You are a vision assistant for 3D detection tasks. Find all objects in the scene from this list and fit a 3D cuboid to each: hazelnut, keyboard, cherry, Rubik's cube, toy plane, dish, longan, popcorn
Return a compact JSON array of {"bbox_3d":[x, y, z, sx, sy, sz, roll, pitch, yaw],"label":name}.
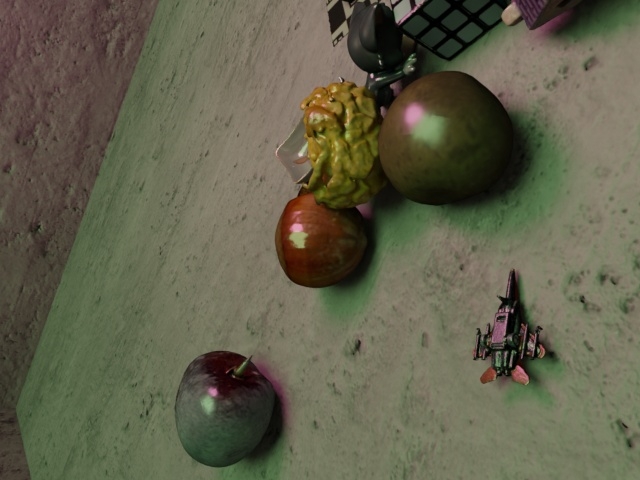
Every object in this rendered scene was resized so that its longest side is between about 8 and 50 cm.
[{"bbox_3d":[0.000,0.000,1.277,0.214,0.176,0.215,-3,82,25],"label":"hazelnut"},{"bbox_3d":[0.156,-0.432,1.361,0.165,0.017,0.055,11,81,52],"label":"keyboard"},{"bbox_3d":[-0.224,0.386,1.384,0.255,0.218,0.296,43,122,50],"label":"cherry"},{"bbox_3d":[0.240,-0.480,1.154,0.163,0.160,0.162,-33,54,40],"label":"Rubik's cube"},{"bbox_3d":[0.296,0.133,0.948,0.130,0.061,0.189,-14,67,49],"label":"toy plane"},{"bbox_3d":[-0.007,-0.246,1.447,0.212,0.077,0.151,-55,43,22],"label":"dish"},{"bbox_3d":[0.212,-0.172,1.049,0.246,0.214,0.246,179,90,-80],"label":"longan"},{"bbox_3d":[0.049,-0.193,1.194,0.189,0.250,0.250,0,75,17],"label":"popcorn"}]

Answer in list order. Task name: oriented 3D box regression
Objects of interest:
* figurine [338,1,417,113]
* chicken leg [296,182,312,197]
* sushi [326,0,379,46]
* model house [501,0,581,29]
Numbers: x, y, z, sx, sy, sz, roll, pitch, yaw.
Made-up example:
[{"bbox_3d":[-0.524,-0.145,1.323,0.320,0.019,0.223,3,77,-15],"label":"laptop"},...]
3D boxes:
[{"bbox_3d":[0.109,-0.370,1.260,0.193,0.140,0.265,-95,21,-58],"label":"figurine"},{"bbox_3d":[-0.041,-0.045,1.431,0.105,0.063,0.234,8,82,47],"label":"chicken leg"},{"bbox_3d":[0.097,-0.720,1.465,0.373,0.099,0.297,-33,53,40],"label":"sushi"},{"bbox_3d":[0.368,-0.495,0.975,0.237,0.202,0.237,-34,85,50],"label":"model house"}]
